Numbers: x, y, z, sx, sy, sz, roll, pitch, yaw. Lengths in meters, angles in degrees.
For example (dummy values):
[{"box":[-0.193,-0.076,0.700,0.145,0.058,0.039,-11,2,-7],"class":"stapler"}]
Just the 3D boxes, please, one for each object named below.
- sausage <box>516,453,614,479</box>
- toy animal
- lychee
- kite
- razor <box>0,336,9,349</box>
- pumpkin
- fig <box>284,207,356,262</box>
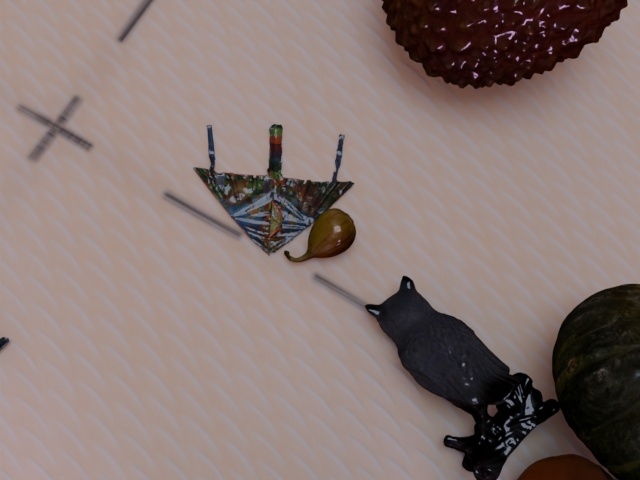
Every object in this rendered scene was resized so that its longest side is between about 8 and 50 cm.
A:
[{"box":[0.243,0.294,0.772,0.133,0.133,0.258,-8,28,-8],"class":"sausage"},{"box":[0.129,0.127,0.876,0.121,0.117,0.210,-43,82,-11],"class":"toy animal"},{"box":[0.206,-0.311,0.965,0.276,0.275,0.304,44,98,10],"class":"lychee"},{"box":[-0.053,-0.060,0.978,0.182,0.010,0.160,4,70,-4],"class":"kite"},{"box":[-0.405,0.058,0.889,0.190,0.033,0.066,43,71,10],"class":"razor"},{"box":[0.332,0.143,0.849,0.223,0.157,0.224,23,43,-24],"class":"pumpkin"},{"box":[0.000,0.000,0.947,0.083,0.050,0.050,-32,76,3],"class":"fig"}]
